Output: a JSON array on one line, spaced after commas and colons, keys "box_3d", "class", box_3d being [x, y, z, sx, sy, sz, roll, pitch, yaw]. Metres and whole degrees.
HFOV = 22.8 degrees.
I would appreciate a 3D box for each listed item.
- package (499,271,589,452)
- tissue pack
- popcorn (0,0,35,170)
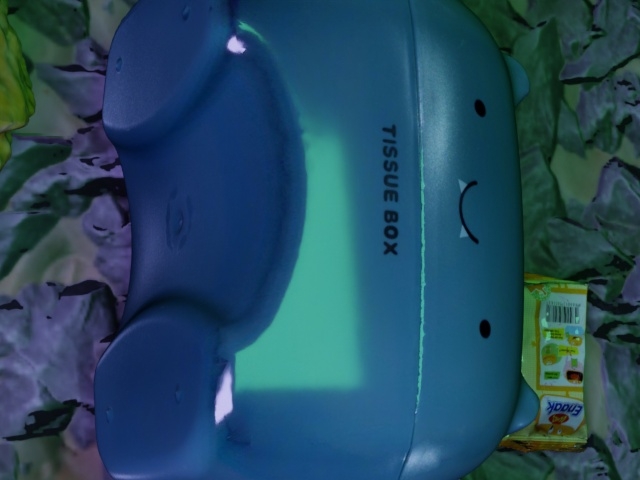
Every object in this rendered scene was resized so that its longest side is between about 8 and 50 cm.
[{"box_3d": [0.125, 0.074, 0.997, 0.108, 0.031, 0.121, 5, 81, -30], "class": "package"}, {"box_3d": [0.000, 0.000, 0.838, 0.206, 0.198, 0.287, 9, 73, -29], "class": "tissue pack"}, {"box_3d": [-0.241, -0.070, 0.749, 0.195, 0.173, 0.168, -29, 116, -42], "class": "popcorn"}]
